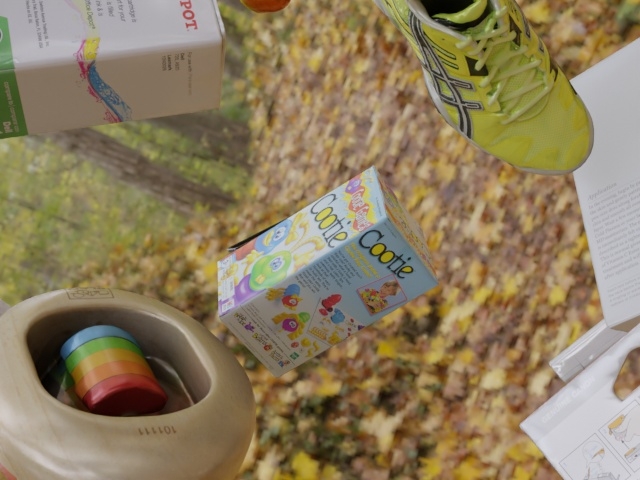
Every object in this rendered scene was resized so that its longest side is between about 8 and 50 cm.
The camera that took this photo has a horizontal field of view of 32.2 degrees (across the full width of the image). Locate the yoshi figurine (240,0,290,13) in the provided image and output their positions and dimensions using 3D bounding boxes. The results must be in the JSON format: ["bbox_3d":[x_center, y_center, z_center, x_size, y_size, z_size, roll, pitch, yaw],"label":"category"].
[{"bbox_3d":[0.043,-0.312,0.907,0.362,0.203,0.203,-26,10,29],"label":"yoshi figurine"}]

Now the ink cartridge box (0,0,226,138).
[{"bbox_3d":[-0.258,-0.232,1.206,0.117,0.278,0.201,99,158,-55],"label":"ink cartridge box"}]

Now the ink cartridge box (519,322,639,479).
[{"bbox_3d":[0.403,0.203,1.146,0.296,0.066,0.261,-42,62,10],"label":"ink cartridge box"}]

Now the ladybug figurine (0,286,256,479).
[{"bbox_3d":[-0.239,0.194,1.257,0.449,0.305,0.162,-131,44,-59],"label":"ladybug figurine"}]

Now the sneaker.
[{"bbox_3d":[0.168,-0.209,1.215,0.145,0.384,0.147,-43,17,7],"label":"sneaker"}]

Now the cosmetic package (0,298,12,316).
[{"bbox_3d":[-0.458,0.105,1.407,0.060,0.239,0.099,-25,30,46],"label":"cosmetic package"}]

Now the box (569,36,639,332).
[{"bbox_3d":[0.454,-0.055,1.396,0.168,0.215,0.345,-31,53,41],"label":"box"}]

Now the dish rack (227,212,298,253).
[{"bbox_3d":[0.000,0.000,1.911,0.271,0.074,0.208,-8,15,42],"label":"dish rack"}]

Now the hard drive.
[{"bbox_3d":[0.493,0.090,1.607,0.353,0.047,0.233,-40,-18,7],"label":"hard drive"}]

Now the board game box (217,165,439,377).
[{"bbox_3d":[0.006,0.045,1.572,0.275,0.144,0.142,-31,32,14],"label":"board game box"}]
